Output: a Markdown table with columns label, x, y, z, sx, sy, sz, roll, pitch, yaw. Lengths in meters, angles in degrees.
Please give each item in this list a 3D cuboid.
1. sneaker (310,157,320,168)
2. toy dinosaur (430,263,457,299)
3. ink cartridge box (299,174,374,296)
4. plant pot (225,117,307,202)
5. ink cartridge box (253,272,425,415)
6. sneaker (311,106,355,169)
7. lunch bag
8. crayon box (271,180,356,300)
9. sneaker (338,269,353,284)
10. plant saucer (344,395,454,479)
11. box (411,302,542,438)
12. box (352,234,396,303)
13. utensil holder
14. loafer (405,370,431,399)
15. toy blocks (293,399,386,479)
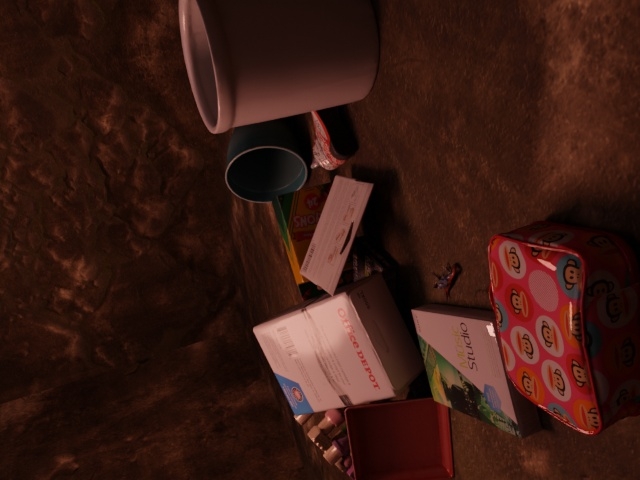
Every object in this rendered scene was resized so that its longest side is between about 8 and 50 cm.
| label | x | y | z | sx | sy | sz | roll | pitch | yaw |
| --- | --- | --- | --- | --- | --- | --- | --- | --- | --- |
| sneaker | -0.007 | -0.262 | 1.747 | 0.098 | 0.038 | 0.069 | -7 | 96 | 62 |
| toy dinosaur | 0.279 | 0.081 | 1.223 | 0.090 | 0.047 | 0.082 | 44 | 155 | -11 |
| ink cartridge box | 0.060 | -0.014 | 1.473 | 0.261 | 0.066 | 0.296 | 28 | 99 | 67 |
| plant pot | -0.193 | -0.312 | 1.931 | 0.271 | 0.272 | 0.255 | 100 | 164 | -52 |
| ink cartridge box | 0.043 | 0.290 | 1.531 | 0.395 | 0.166 | 0.285 | -26 | 90 | 43 |
| sneaker | 0.005 | -0.329 | 1.570 | 0.270 | 0.090 | 0.145 | 69 | 158 | 7 |
| lunch bag | 0.357 | 0.121 | 0.869 | 0.258 | 0.120 | 0.293 | -157 | 53 | -67 |
| crayon box | 0.000 | 0.000 | 1.676 | 0.081 | 0.202 | 0.318 | 151 | 102 | -71 |
| sneaker | 0.041 | 0.059 | 1.810 | 0.125 | 0.104 | 0.261 | 74 | 177 | -68 |
| plant saucer | 0.204 | 0.511 | 1.452 | 0.047 | 0.259 | 0.259 | -90 | -8 | -69 |
| box | 0.315 | 0.259 | 1.196 | 0.322 | 0.058 | 0.232 | 171 | 84 | -72 |
| box | 0.149 | 0.109 | 1.575 | 0.184 | 0.045 | 0.190 | -129 | 30 | -53 |
| utensil holder | -0.102 | -0.450 | 1.323 | 0.327 | 0.386 | 0.327 | 164 | 90 | -71 |
| loafer | 0.251 | 0.419 | 1.498 | 0.062 | 0.061 | 0.170 | -134 | 33 | -53 |
| toy blocks | 0.134 | 0.589 | 1.746 | 0.288 | 0.260 | 0.309 | 51 | 169 | -25 |
